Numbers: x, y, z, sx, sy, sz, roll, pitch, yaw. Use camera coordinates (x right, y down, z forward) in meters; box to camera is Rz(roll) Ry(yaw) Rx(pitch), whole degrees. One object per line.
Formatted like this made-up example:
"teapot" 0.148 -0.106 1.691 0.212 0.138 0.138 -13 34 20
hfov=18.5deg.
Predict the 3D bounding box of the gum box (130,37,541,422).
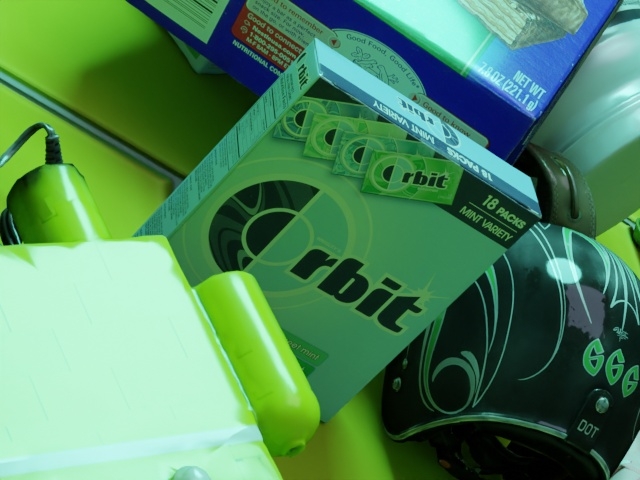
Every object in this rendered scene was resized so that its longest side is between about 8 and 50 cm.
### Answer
"gum box" 0.000 0.000 1.069 0.157 0.184 0.041 31 30 -26

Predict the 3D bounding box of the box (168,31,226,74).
"box" -0.059 -0.178 1.352 0.101 0.087 0.102 54 27 17

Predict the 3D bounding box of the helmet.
"helmet" 0.124 0.067 1.184 0.169 0.169 0.161 31 57 -26

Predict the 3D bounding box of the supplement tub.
"supplement tub" 0.152 -0.146 1.492 0.191 0.191 0.272 -3 53 -57

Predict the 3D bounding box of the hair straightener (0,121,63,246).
"hair straightener" -0.126 0.029 0.995 0.089 0.047 0.230 14 45 -45

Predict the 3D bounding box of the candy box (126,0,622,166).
"candy box" 0.066 -0.198 1.274 0.268 0.122 0.317 35 45 2

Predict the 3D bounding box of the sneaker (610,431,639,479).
"sneaker" 0.188 0.142 1.292 0.070 0.051 0.134 45 23 4

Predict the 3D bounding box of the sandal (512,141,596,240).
"sandal" 0.151 -0.009 1.356 0.303 0.086 0.120 45 -17 -12

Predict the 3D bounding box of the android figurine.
"android figurine" -0.116 0.077 0.888 0.248 0.056 0.273 -2 50 -34

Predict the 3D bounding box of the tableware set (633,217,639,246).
"tableware set" 0.324 0.043 1.657 0.104 0.024 0.154 12 42 -48
